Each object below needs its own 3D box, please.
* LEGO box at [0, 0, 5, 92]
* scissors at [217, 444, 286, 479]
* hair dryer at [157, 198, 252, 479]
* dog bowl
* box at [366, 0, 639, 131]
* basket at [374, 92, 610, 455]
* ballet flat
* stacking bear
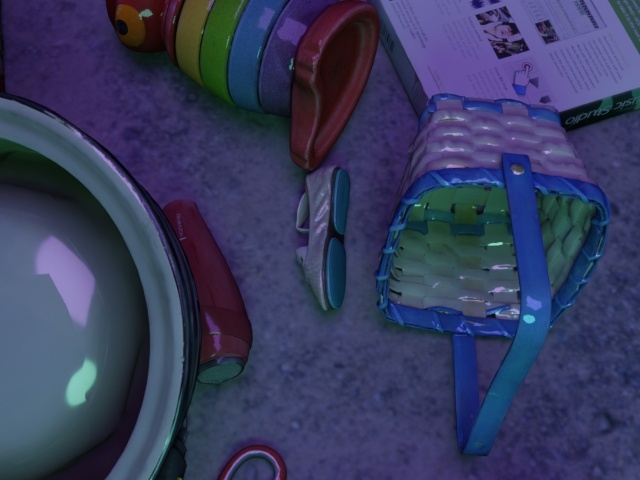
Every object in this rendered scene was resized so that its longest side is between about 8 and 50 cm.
[{"bbox_3d":[-0.578,-0.244,0.989,0.500,0.372,0.193,-7,66,-8],"label":"LEGO box"},{"bbox_3d":[-0.141,0.287,0.971,0.297,0.021,0.109,-26,70,-15],"label":"scissors"},{"bbox_3d":[-0.177,0.084,1.029,0.224,0.080,0.293,23,64,8],"label":"hair dryer"},{"bbox_3d":[-0.285,0.082,0.911,0.408,0.150,0.407,0,89,11],"label":"dog bowl"},{"bbox_3d":[0.242,-0.231,1.217,0.322,0.058,0.232,-18,68,-10],"label":"box"},{"bbox_3d":[0.156,0.021,0.987,0.201,0.254,0.288,8,54,-3],"label":"basket"},{"bbox_3d":[0.000,0.000,1.103,0.052,0.057,0.168,-7,59,23],"label":"ballet flat"},{"bbox_3d":[-0.099,-0.223,1.137,0.289,0.175,0.164,23,50,16],"label":"stacking bear"}]
